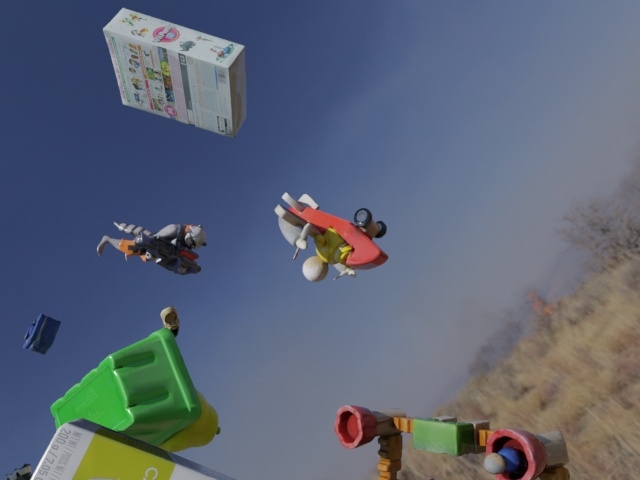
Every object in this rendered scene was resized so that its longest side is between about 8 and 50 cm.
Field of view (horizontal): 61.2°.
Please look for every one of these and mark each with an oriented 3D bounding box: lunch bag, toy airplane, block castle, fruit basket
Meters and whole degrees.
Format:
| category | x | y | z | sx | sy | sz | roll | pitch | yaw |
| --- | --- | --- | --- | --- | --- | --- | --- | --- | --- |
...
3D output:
| category | x | y | z | sx | sy | sz | roll | pitch | yaw |
| --- | --- | --- | --- | --- | --- | --- | --- | --- | --- |
| lunch bag | -0.727 | 0.245 | 1.404 | 0.065 | 0.098 | 0.067 | 31 | -60 | -27 |
| toy airplane | 0.000 | 0.000 | 1.796 | 0.273 | 0.385 | 0.384 | -66 | 11 | -5 |
| block castle | 0.204 | 0.467 | 0.968 | 0.212 | 0.303 | 0.453 | 9 | -13 | -38 |
| fruit basket | -0.431 | 0.424 | 1.397 | 0.391 | 0.283 | 0.392 | -25 | -20 | -10 |

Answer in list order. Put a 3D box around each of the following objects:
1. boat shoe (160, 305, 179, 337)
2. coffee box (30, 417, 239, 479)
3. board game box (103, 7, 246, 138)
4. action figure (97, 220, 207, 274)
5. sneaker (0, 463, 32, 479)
| category | x | y | z | sx | sy | sz | roll | pitch | yaw |
| --- | --- | --- | --- | --- | --- | --- | --- | --- | --- |
| boat shoe | -0.421 | 0.233 | 1.536 | 0.050 | 0.045 | 0.135 | -22 | -28 | -21 |
| coffee box | -0.296 | 0.489 | 0.807 | 0.338 | 0.334 | 0.338 | -41 | 26 | 63 |
| board game box | -0.332 | -0.388 | 1.280 | 0.224 | 0.303 | 0.098 | 101 | -172 | -56 |
| action figure | -0.522 | -0.005 | 1.709 | 0.329 | 0.179 | 0.341 | -5 | -21 | 7 |
| sneaker | -0.902 | 0.729 | 1.495 | 0.234 | 0.106 | 0.078 | -28 | -15 | -28 |
